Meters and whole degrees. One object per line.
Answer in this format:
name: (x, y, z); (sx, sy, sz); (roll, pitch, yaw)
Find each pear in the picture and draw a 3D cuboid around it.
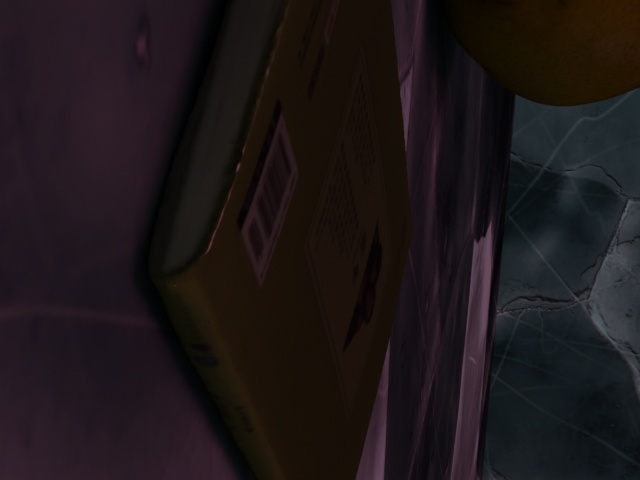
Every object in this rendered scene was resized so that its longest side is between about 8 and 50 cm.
pear: (0.249, -0.253, 1.086); (0.336, 0.285, 0.284); (-52, 149, -42)

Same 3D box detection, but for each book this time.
book: (0.000, 0.000, 0.552); (0.352, 0.035, 0.239); (77, 23, -58)
